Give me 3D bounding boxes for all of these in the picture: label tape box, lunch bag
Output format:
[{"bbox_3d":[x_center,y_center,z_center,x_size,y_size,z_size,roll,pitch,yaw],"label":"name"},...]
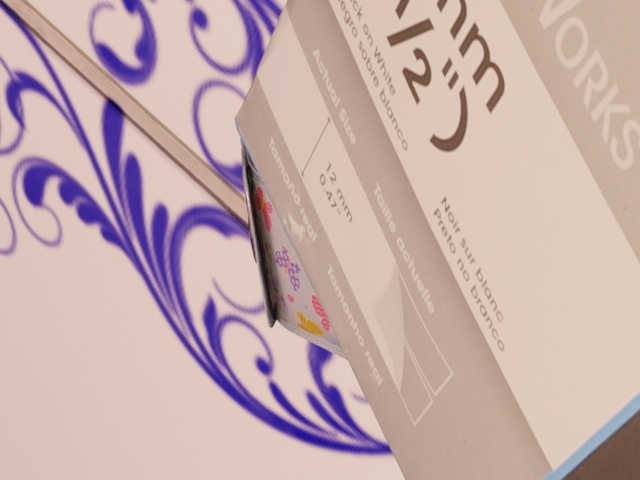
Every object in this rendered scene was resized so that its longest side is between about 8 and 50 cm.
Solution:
[{"bbox_3d":[0.109,-0.025,0.387,0.249,0.115,0.347,65,157,19],"label":"label tape box"},{"bbox_3d":[0.000,0.000,0.668,0.083,0.053,0.071,26,132,49],"label":"lunch bag"}]
